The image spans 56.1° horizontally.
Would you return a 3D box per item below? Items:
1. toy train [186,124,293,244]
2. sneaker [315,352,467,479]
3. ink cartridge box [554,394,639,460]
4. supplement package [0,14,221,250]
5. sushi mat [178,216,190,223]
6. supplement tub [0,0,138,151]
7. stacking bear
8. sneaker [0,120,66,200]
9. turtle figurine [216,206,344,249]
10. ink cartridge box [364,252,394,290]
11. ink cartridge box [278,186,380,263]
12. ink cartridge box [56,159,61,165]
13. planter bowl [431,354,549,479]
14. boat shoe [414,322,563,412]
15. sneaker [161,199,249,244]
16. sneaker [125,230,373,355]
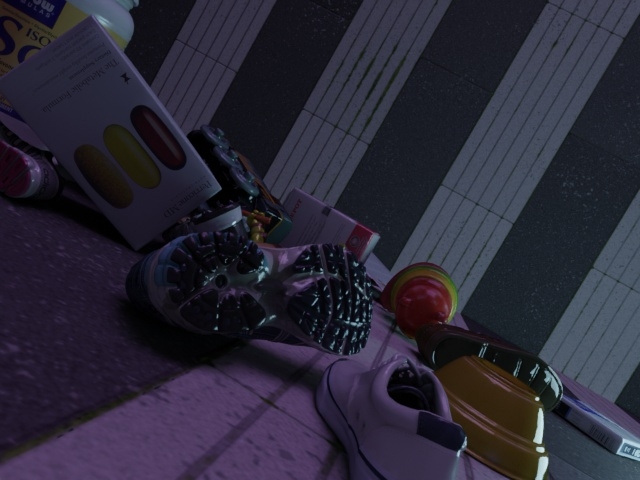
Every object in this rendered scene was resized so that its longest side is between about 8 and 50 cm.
[{"bbox_3d":[-0.191,-0.114,1.293,0.190,0.142,0.334,33,15,-47],"label":"toy train"},{"bbox_3d":[0.063,0.142,0.509,0.094,0.091,0.258,29,2,-13],"label":"sneaker"},{"bbox_3d":[0.648,0.432,1.403,0.208,0.045,0.206,25,6,-39],"label":"ink cartridge box"},{"bbox_3d":[-0.254,-0.131,0.756,0.244,0.139,0.134,54,-4,-19],"label":"supplement package"},{"bbox_3d":[-0.117,0.039,1.058,0.317,0.019,0.151,31,3,18],"label":"sushi mat"},{"bbox_3d":[-0.474,-0.344,1.031,0.241,0.331,0.241,29,4,-2],"label":"supplement tub"},{"bbox_3d":[0.227,0.140,1.336,0.175,0.164,0.289,30,9,7],"label":"stacking bear"},{"bbox_3d":[-0.360,-0.095,0.703,0.170,0.063,0.075,35,4,27],"label":"sneaker"},{"bbox_3d":[-0.061,0.041,0.928,0.217,0.087,0.269,13,23,-20],"label":"turtle figurine"},{"bbox_3d":[0.134,0.112,1.731,0.385,0.091,0.308,51,13,26],"label":"ink cartridge box"},{"bbox_3d":[0.000,0.000,1.359,0.218,0.158,0.092,31,6,15],"label":"ink cartridge box"},{"bbox_3d":[-0.315,-0.113,0.954,0.223,0.045,0.224,24,-22,-3],"label":"ink cartridge box"},{"bbox_3d":[0.217,0.211,0.776,0.217,0.090,0.217,29,4,-2],"label":"planter bowl"},{"bbox_3d":[0.321,0.229,1.142,0.307,0.110,0.104,29,5,-17],"label":"boat shoe"},{"bbox_3d":[-0.147,0.013,0.796,0.234,0.078,0.106,-6,-71,64],"label":"sneaker"},{"bbox_3d":[-0.059,0.051,0.602,0.122,0.110,0.283,-7,-19,43],"label":"sneaker"}]
